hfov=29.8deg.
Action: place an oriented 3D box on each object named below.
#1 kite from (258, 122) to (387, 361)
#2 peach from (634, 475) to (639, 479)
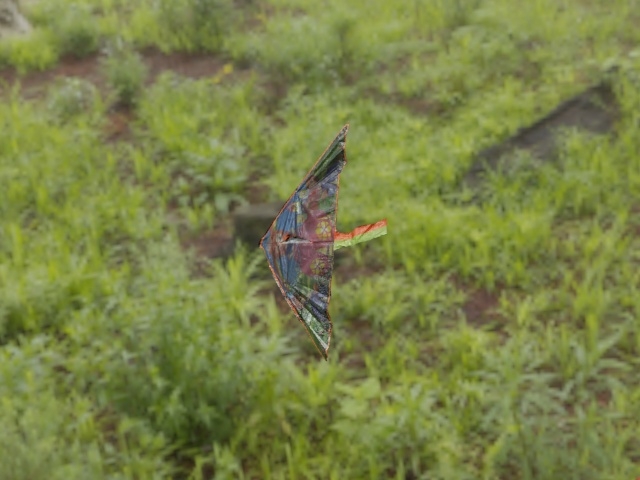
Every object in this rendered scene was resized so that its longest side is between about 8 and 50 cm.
[{"bbox_3d":[0.000,0.000,0.956,0.010,0.190,0.159,9,-6,-38],"label":"kite"},{"bbox_3d":[0.202,0.175,0.457,0.243,0.243,0.199,-12,30,-14],"label":"peach"}]
